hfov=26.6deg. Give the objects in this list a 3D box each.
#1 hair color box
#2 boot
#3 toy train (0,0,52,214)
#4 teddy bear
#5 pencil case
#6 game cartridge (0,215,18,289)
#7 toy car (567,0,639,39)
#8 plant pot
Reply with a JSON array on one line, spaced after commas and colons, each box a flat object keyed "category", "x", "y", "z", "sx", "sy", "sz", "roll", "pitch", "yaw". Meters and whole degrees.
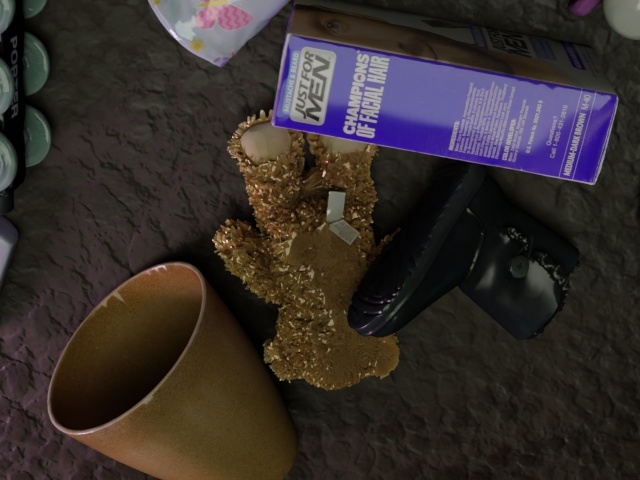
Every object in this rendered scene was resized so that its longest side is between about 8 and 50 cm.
[{"category": "hair color box", "x": 0.126, "y": -0.165, "z": 1.427, "sx": 0.339, "sy": 0.185, "sz": 0.110, "roll": 9, "pitch": 114, "yaw": -2}, {"category": "boot", "x": 0.170, "y": 0.053, "z": 1.513, "sx": 0.207, "sy": 0.094, "sz": 0.246, "roll": 41, "pitch": 72, "yaw": -22}, {"category": "toy train", "x": -0.401, "y": -0.189, "z": 1.470, "sx": 0.190, "sy": 0.142, "sz": 0.334, "roll": 8, "pitch": 114, "yaw": 9}, {"category": "teddy bear", "x": 0.000, "y": 0.000, "z": 1.554, "sx": 0.245, "sy": 0.113, "sz": 0.338, "roll": -28, "pitch": 110, "yaw": -5}, {"category": "pencil case", "x": -0.057, "y": -0.309, "z": 1.411, "sx": 0.273, "sy": 0.113, "sz": 0.124, "roll": -42, "pitch": 97, "yaw": 18}, {"category": "game cartridge", "x": -0.516, "y": 0.002, "z": 1.598, "sx": 0.294, "sy": 0.060, "sz": 0.196, "roll": 22, "pitch": 116, "yaw": -7}, {"category": "toy car", "x": 0.298, "y": -0.287, "z": 1.403, "sx": 0.182, "sy": 0.159, "sz": 0.136, "roll": 42, "pitch": 143, "yaw": -15}, {"category": "plant pot", "x": -0.146, "y": 0.191, "z": 1.592, "sx": 0.237, "sy": 0.237, "sz": 0.254, "roll": -35, "pitch": 124, "yaw": 16}]
